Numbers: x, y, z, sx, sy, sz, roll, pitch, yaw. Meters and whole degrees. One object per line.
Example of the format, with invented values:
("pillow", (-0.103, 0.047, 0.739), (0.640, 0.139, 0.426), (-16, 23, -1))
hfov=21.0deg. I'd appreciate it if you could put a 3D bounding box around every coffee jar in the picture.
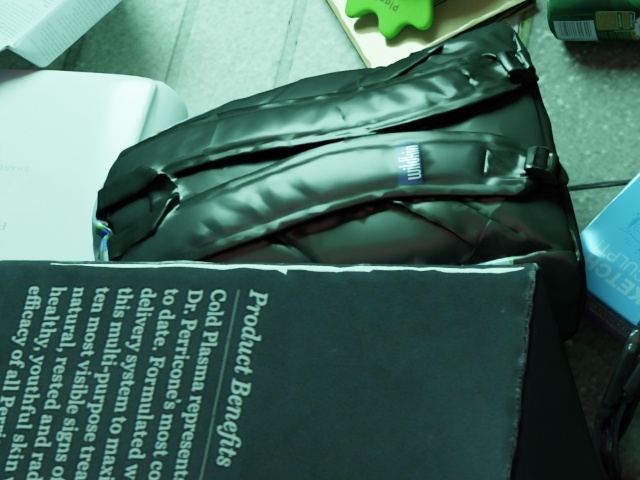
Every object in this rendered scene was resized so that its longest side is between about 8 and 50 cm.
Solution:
("coffee jar", (0.292, -0.216, 1.486), (0.184, 0.079, 0.096), (6, 63, 19))

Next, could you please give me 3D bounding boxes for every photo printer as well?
("photo printer", (-0.271, -0.001, 1.512), (0.256, 0.107, 0.307), (5, 63, 19))

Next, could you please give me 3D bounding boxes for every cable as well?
("cable", (0.269, 0.152, 1.268), (0.150, 0.047, 0.184), (27, 103, 29))

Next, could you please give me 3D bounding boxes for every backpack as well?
("backpack", (0.000, 0.000, 1.362), (0.355, 0.273, 0.290), (-5, 49, -8))

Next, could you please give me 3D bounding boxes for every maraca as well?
("maraca", (0.086, -0.272, 1.546), (0.127, 0.099, 0.185), (32, 98, 25))

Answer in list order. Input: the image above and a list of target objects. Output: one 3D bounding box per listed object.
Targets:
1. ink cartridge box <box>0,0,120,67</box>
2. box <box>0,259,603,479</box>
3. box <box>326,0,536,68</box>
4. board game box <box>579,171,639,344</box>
("ink cartridge box", (-0.267, -0.229, 1.623), (0.224, 0.045, 0.223), (-41, 30, -9))
("box", (-0.070, 0.244, 1.093), (0.472, 0.480, 0.297), (2, 61, 17))
("box", (0.082, -0.252, 1.603), (0.164, 0.021, 0.201), (-28, 57, -1))
("board game box", (0.375, 0.036, 1.327), (0.242, 0.064, 0.316), (-45, 59, -11))
